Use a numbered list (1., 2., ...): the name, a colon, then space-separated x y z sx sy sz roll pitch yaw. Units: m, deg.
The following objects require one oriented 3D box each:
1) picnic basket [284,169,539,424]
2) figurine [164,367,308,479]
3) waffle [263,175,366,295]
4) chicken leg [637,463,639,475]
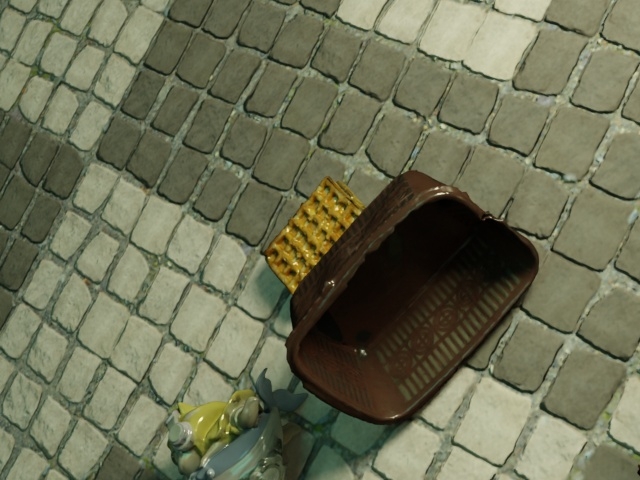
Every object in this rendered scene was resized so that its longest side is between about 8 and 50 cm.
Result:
1. picnic basket: 0.087 0.055 1.598 0.297 0.222 0.129 -49 33 11
2. figurine: -0.111 0.251 1.719 0.208 0.128 0.184 -50 46 -1
3. waffle: 0.000 0.000 1.785 0.148 0.042 0.102 -51 51 10
4. chicken leg: 0.403 0.335 1.241 0.096 0.158 0.407 -22 31 0
